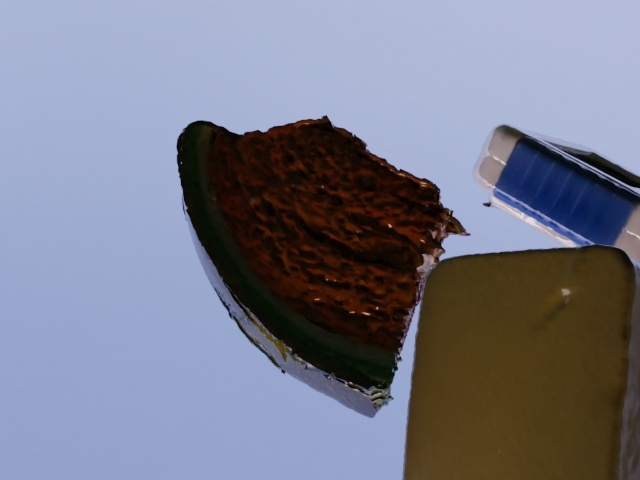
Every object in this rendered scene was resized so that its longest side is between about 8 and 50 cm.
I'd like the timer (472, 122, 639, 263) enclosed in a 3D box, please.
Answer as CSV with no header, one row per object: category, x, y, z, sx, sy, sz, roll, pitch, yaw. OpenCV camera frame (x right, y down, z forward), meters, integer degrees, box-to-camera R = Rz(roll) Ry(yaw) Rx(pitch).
timer,0.245,-0.025,1.036,0.178,0.078,0.253,32,-165,27

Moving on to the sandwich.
sandwich,-0.010,0.004,0.814,0.235,0.079,0.159,35,-111,21

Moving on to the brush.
brush,0.104,0.104,0.589,0.059,0.123,0.197,17,-105,-45
